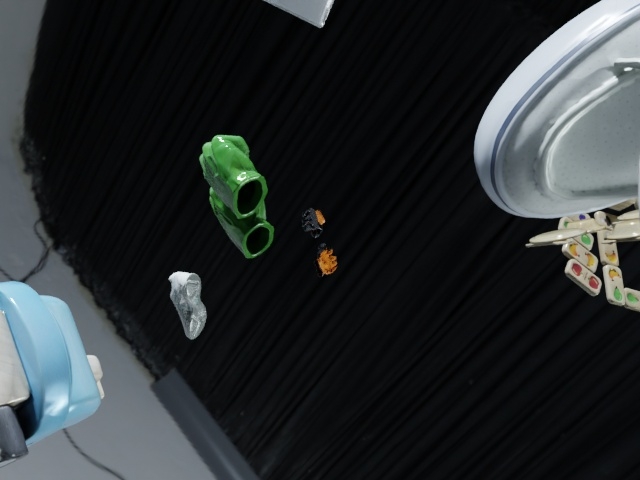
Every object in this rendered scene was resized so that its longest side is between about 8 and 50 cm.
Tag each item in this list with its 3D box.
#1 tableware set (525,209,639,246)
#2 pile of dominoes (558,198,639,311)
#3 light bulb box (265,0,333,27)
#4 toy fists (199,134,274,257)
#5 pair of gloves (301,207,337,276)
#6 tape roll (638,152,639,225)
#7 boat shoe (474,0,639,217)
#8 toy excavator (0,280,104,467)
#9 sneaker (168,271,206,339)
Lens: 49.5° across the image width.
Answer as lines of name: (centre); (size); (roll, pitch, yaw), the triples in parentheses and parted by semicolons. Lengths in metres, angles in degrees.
tableware set: (0.332, -0.013, 0.813); (0.168, 0.141, 0.020); (-16, 95, -50)
pile of dominoes: (0.433, -0.026, 1.019); (0.195, 0.040, 0.251); (14, 62, -22)
light bulb box: (-0.129, -0.461, 0.844); (0.360, 0.225, 0.358); (20, 23, -15)
toy fists: (-0.158, -0.090, 1.331); (0.096, 0.279, 0.142); (-34, 64, -17)
pair of gloves: (0.000, 0.000, 0.836); (0.083, 0.010, 0.074); (71, 20, -4)
tape roll: (0.247, -0.017, 0.195); (0.100, 0.286, 0.286); (-9, 50, -39)
boat shoe: (0.279, -0.089, 0.404); (0.156, 0.366, 0.136); (-104, 171, -59)
toy excavator: (-0.398, 0.195, 0.932); (0.445, 0.432, 0.223); (-5, 68, -56)
sneaker: (-0.275, 0.131, 1.433); (0.061, 0.152, 0.053); (12, 26, 30)
